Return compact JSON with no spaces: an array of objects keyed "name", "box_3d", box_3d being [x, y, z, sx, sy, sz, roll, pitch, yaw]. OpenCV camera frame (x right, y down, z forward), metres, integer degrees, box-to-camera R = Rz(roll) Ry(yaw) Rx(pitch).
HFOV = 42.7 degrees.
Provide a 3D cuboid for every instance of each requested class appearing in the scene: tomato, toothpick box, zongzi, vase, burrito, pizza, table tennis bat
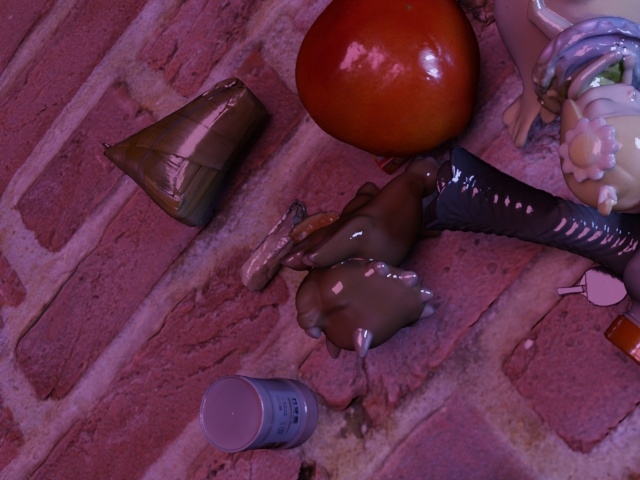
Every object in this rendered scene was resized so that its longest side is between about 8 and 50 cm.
[{"name":"tomato","box_3d":[0.094,-0.233,1.054,0.260,0.180,0.260,3,61,-5]},{"name":"toothpick box","box_3d":[-0.080,0.230,1.087,0.098,0.149,0.098,-6,76,26]},{"name":"zongzi","box_3d":[-0.221,-0.172,1.282,0.256,0.115,0.228,36,93,39]},{"name":"vase","box_3d":[0.249,-0.028,0.956,0.237,0.115,0.115,18,87,1]},{"name":"burrito","box_3d":[-0.065,0.010,1.188,0.149,0.041,0.055,-51,49,9]},{"name":"pizza","box_3d":[0.000,0.000,1.154,0.083,0.025,0.078,-23,76,-25]},{"name":"table tennis bat","box_3d":[0.330,0.057,0.992,0.083,0.007,0.050,-11,75,24]}]

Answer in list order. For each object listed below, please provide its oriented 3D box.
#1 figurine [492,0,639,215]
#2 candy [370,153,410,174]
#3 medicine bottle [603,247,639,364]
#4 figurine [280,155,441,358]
[{"name":"figurine","box_3d":[0.298,-0.174,0.934,0.274,0.227,0.394,120,153,-50]},{"name":"candy","box_3d":[0.084,-0.159,1.149,0.062,0.038,0.122,-37,65,16]},{"name":"medicine bottle","box_3d":[0.431,0.021,0.862,0.157,0.157,0.288,42,100,28]},{"name":"figurine","box_3d":[0.073,0.039,1.047,0.177,0.247,0.173,-26,104,46]}]
